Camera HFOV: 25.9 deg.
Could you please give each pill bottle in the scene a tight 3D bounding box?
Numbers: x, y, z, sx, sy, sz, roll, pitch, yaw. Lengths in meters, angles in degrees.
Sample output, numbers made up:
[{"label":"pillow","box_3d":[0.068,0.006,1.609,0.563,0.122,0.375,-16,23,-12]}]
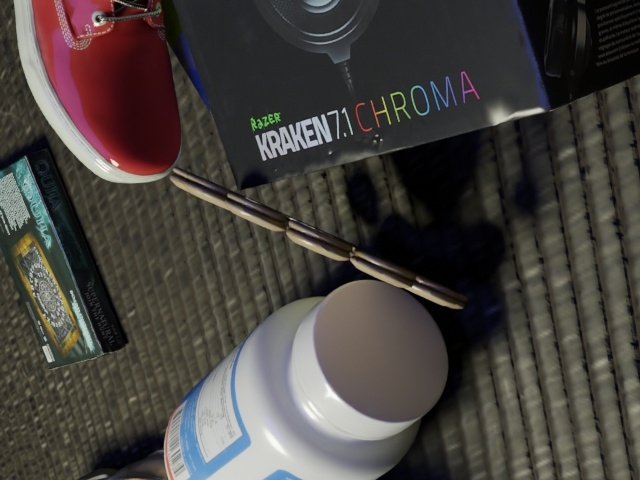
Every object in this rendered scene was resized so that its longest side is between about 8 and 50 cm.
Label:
[{"label":"pill bottle","box_3d":[-0.010,0.111,0.903,0.124,0.124,0.221,60,145,9]}]

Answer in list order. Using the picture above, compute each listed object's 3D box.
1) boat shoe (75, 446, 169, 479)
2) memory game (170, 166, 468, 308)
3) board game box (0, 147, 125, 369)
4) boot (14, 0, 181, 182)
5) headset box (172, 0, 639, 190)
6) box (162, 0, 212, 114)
[{"label":"boat shoe","box_3d":[-0.171,0.249,1.216,0.302,0.098,0.109,-18,95,55]},{"label":"memory game","box_3d":[0.000,0.000,0.803,0.186,0.186,0.012,25,91,44]},{"label":"board game box","box_3d":[-0.242,0.020,1.244,0.126,0.026,0.186,-17,95,55]},{"label":"boot","box_3d":[-0.121,-0.165,0.855,0.176,0.088,0.244,-23,85,54]},{"label":"headset box","box_3d":[0.026,-0.190,0.676,0.246,0.131,0.283,-9,101,54]},{"label":"box","box_3d":[-0.062,-0.150,0.892,0.178,0.042,0.109,58,144,13]}]
